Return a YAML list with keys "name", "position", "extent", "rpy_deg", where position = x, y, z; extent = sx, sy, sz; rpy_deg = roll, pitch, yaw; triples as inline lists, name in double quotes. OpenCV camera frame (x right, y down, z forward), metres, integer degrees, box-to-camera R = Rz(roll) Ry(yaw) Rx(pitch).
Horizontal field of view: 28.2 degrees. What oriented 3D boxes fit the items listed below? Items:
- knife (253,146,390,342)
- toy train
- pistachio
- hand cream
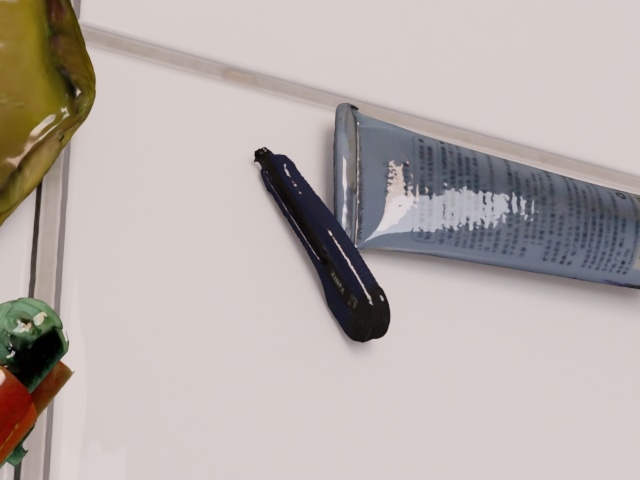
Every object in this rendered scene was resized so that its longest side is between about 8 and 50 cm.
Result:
- name: "knife"
  position: [0.000, 0.000, 0.677]
  extent: [0.018, 0.031, 0.121]
  rpy_deg: [-21, 72, -37]
- name: "toy train"
  position: [-0.155, 0.089, 0.477]
  extent: [0.074, 0.118, 0.176]
  rpy_deg: [43, 53, -9]
- name: "pistachio"
  position: [-0.153, -0.064, 0.604]
  extent: [0.090, 0.049, 0.172]
  rpy_deg: [10, 62, -5]
- name: "hand cream"
  position: [0.123, -0.017, 0.745]
  extent: [0.256, 0.055, 0.088]
  rpy_deg: [12, 68, -23]
